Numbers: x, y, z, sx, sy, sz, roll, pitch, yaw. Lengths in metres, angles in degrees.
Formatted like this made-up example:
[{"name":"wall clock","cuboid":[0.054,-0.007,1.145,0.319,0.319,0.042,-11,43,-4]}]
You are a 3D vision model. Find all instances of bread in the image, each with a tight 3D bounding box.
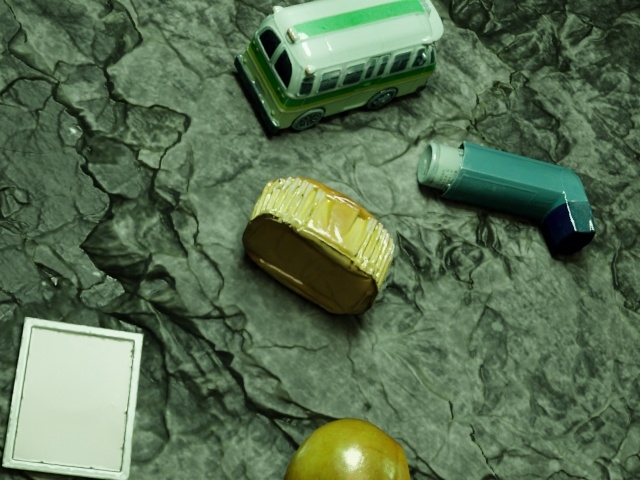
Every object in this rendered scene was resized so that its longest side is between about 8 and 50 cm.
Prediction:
[{"name":"bread","cuboid":[0.000,0.000,1.440,0.190,0.132,0.114,29,54,-6]}]

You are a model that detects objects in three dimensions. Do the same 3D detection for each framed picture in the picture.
[{"name":"framed picture","cuboid":[-0.282,0.182,1.302,0.141,0.011,0.183,10,60,-16]}]

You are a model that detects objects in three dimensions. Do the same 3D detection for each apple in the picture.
[{"name":"apple","cuboid":[0.039,0.285,1.291,0.163,0.146,0.147,21,53,-7]}]

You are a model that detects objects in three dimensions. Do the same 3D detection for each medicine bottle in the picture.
[{"name":"medicine bottle","cuboid":[0.267,-0.068,1.611,0.258,0.079,0.124,15,59,-12]}]

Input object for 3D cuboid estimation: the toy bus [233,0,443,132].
[{"name":"toy bus","cuboid":[0.039,-0.265,1.581,0.276,0.165,0.134,-20,72,-28]}]
